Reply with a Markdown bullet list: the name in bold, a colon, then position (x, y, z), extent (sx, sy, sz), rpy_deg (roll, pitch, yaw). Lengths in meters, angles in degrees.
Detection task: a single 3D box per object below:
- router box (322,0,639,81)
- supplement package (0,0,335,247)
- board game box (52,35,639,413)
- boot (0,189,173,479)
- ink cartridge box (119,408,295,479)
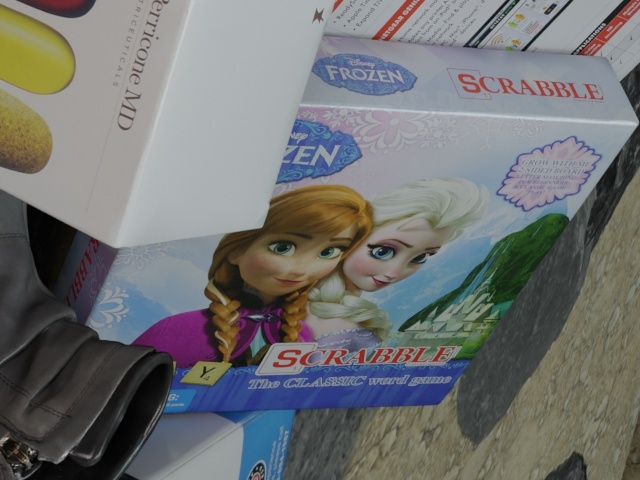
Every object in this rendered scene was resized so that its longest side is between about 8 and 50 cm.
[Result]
- **router box**: position (0.033, -0.116, 1.137), extent (0.301, 0.082, 0.335), rpy_deg (15, 132, -40)
- **supplement package**: position (-0.140, -0.108, 0.890), extent (0.134, 0.244, 0.139), rpy_deg (-9, 121, -59)
- **board game box**: position (0.000, 0.000, 1.144), extent (0.318, 0.066, 0.318), rpy_deg (0, 140, -27)
- **boot**: position (-0.171, 0.037, 0.993), extent (0.338, 0.222, 0.118), rpy_deg (-61, 155, -18)
- **ink cartridge box**: position (-0.197, 0.261, 1.203), extent (0.395, 0.166, 0.285), rpy_deg (-28, 134, -59)
